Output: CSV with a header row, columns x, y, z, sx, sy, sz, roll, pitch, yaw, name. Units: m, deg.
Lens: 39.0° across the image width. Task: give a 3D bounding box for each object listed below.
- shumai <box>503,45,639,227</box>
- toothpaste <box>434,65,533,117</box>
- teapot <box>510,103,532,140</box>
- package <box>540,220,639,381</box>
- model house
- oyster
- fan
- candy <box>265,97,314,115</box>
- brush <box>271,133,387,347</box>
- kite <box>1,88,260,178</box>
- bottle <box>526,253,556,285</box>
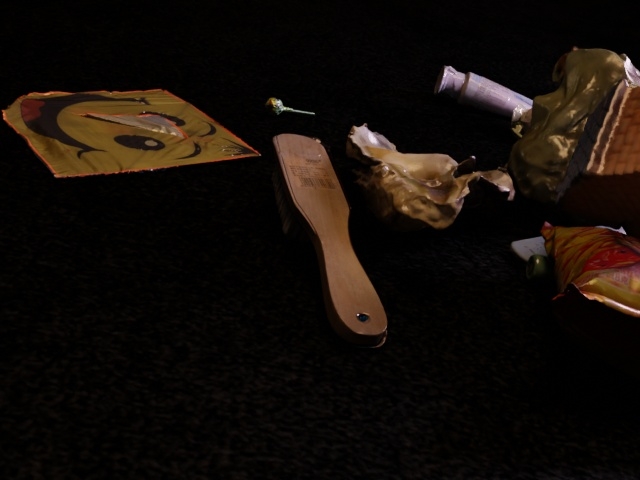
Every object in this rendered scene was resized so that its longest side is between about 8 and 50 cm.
x,y,z,sx,sy,sz,roll,pitch,yaw,name
0.367,-0.132,1.157,0.256,0.218,0.189,-11,27,-44,shumai
0.313,-0.238,1.542,0.234,0.057,0.089,17,27,-4,toothpaste
0.333,-0.181,1.425,0.064,0.064,0.083,18,56,30,teapot
0.306,0.063,0.837,0.223,0.108,0.288,24,16,8,package
0.353,-0.072,0.969,0.172,0.183,0.166,-7,47,44,model house
0.115,-0.067,1.041,0.271,0.100,0.275,-9,20,-41,oyster
0.346,-0.002,1.057,0.282,0.023,0.057,-10,32,-22,fan
-0.043,-0.194,1.327,0.083,0.023,0.025,2,69,-32,candy
0.000,0.000,0.911,0.070,0.065,0.327,8,34,-21,brush
-0.235,-0.141,1.146,0.327,0.013,0.377,12,24,0,kite
0.264,0.036,0.966,0.083,0.030,0.030,10,25,-6,bottle
